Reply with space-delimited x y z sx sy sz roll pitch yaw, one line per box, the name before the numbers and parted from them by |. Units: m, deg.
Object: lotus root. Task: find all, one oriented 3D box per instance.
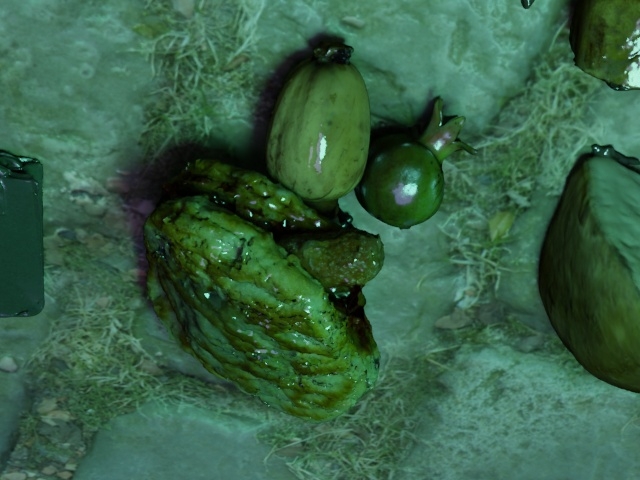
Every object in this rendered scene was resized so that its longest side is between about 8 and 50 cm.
lotus root | 0.440 -0.305 1.852 0.199 0.188 0.180 9 117 -7
lotus root | -0.008 -0.147 1.944 0.140 0.154 0.257 -2 109 -29

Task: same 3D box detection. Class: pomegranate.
pomegranate | 0.136 -0.106 1.993 0.131 0.152 0.191 41 92 -21

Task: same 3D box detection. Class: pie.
pie | -0.097 0.091 2.006 0.395 0.180 0.418 26 143 17

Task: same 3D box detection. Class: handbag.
handbag | -0.526 -0.007 2.038 0.247 0.079 0.260 1 124 -6

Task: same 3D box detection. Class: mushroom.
mushroom | 0.440 0.112 2.011 0.224 0.397 0.314 16 125 -13

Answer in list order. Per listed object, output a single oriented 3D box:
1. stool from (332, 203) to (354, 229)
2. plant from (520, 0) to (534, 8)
stool | 0.000 0.000 2.077 0.110 0.096 0.096 -34 121 13
plant | 0.264 -0.455 1.745 0.181 0.194 0.321 5 121 7
